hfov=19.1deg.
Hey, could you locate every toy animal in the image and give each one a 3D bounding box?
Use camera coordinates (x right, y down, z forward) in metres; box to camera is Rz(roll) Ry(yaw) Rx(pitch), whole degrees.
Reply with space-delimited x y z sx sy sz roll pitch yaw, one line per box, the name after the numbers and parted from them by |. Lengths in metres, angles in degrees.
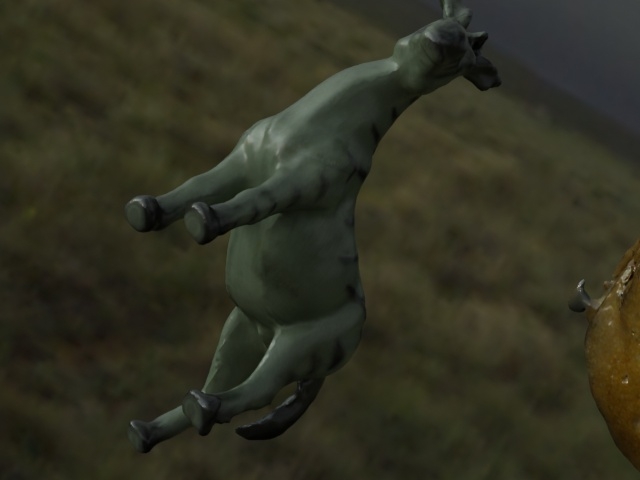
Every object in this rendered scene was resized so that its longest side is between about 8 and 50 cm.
-0.004 -0.004 0.854 0.176 0.217 0.073 -21 43 -36 | toy animal

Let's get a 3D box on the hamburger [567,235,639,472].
0.334 0.089 1.406 0.314 0.290 0.170 43 29 29 | hamburger
